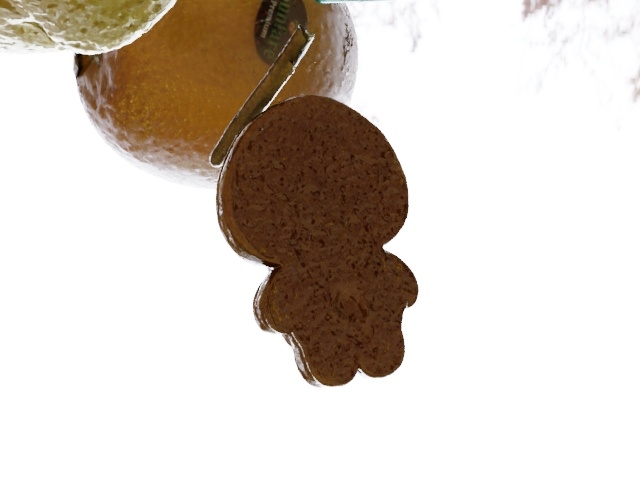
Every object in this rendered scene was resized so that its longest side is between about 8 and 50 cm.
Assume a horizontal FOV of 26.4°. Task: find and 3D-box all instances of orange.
[{"bbox_3d":[-0.101,-0.177,1.311,0.274,0.274,0.274,-2,-108,6],"label":"orange"}]

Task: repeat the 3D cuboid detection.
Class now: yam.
[{"bbox_3d":[-0.036,-0.085,0.817,0.014,0.014,0.107,45,-64,17],"label":"yam"}]

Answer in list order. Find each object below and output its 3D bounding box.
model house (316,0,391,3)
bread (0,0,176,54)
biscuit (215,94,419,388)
[{"bbox_3d":[0.043,-0.263,1.091,0.100,0.148,0.127,-5,-154,-23],"label":"model house"},{"bbox_3d":[-0.178,-0.247,0.896,0.270,0.148,0.269,-16,-124,26],"label":"bread"},{"bbox_3d":[0.000,0.000,0.813,0.124,0.026,0.175,-8,-95,-26],"label":"biscuit"}]
